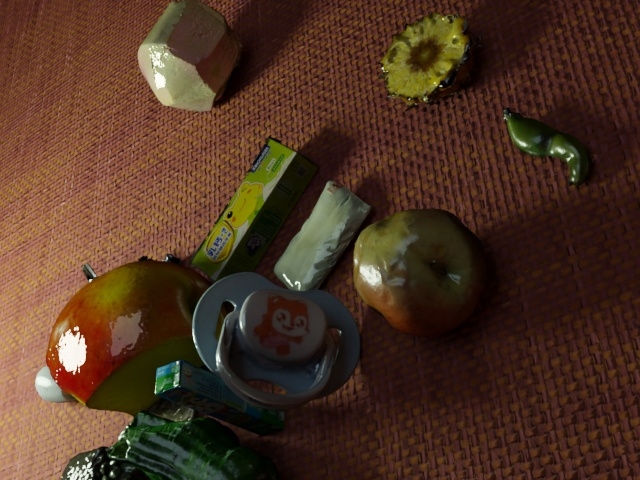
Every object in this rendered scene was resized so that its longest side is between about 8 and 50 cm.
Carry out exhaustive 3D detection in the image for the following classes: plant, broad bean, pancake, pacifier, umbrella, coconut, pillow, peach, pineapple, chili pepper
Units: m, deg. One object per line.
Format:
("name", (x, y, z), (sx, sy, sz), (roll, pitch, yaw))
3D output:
("plant", (-0.421, 0.480, 1.809), (0.195, 0.132, 0.129), (-10, 57, 40))
("broad bean", (0.375, -0.162, 1.524), (0.070, 0.048, 0.213), (-48, 46, 8))
("pancake", (-0.306, 0.349, 1.863), (0.152, 0.025, 0.151), (-22, 52, 31))
("pacifier", (-0.087, 0.196, 1.635), (0.233, 0.300, 0.244), (115, 169, -64))
("umbrella", (-0.413, 0.079, 2.100), (0.224, 0.071, 0.080), (-17, 27, 41))
("coconut", (-0.316, -0.428, 2.201), (0.233, 0.233, 0.245), (-2, 57, 42))
("pillow", (0.000, 0.000, 1.772), (0.128, 0.051, 0.229), (33, 91, 41))
("peach", (-0.401, 0.186, 1.868), (0.380, 0.242, 0.306), (-37, 49, 22))
("pineapple", (0.214, -0.341, 1.762), (0.225, 0.076, 0.224), (-20, 56, 32))
("chili pepper", (-0.231, 0.391, 1.629), (0.385, 0.213, 0.167), (17, 57, 37))
("peach", (0.156, 0.043, 1.506), (0.214, 0.214, 0.235), (-60, 25, -4))

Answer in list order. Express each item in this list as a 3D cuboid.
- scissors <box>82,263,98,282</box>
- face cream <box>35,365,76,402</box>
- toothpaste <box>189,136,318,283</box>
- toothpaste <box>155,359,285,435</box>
("scissors", (-0.481, 0.157, 2.097), (0.160, 0.024, 0.317), (-52, 54, 13))
("face cream", (-0.597, 0.328, 2.099), (0.095, 0.091, 0.091), (6, 70, 36))
("toothpaste", (-0.138, -0.054, 1.915), (0.110, 0.077, 0.327), (31, 89, 46))
("toothpaste", (-0.170, 0.278, 1.598), (0.065, 0.267, 0.050), (-23, 52, 31))
